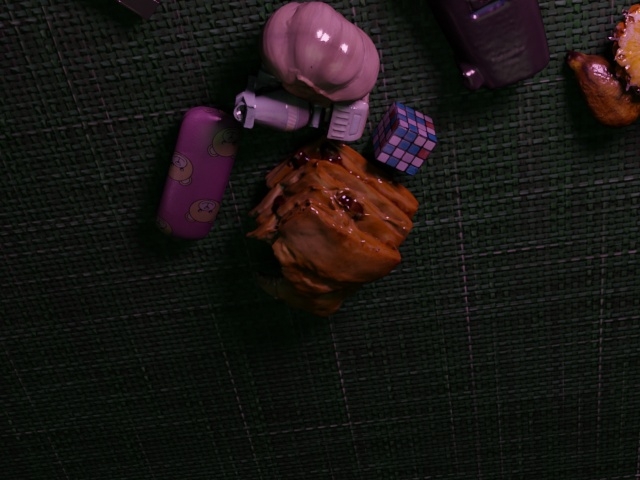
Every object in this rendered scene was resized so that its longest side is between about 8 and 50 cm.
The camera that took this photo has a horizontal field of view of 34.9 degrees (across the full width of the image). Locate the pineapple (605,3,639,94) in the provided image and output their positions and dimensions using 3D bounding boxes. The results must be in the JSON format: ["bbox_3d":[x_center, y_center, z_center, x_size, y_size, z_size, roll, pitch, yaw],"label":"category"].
[{"bbox_3d":[0.619,-0.358,1.872,0.221,0.047,0.221,-3,102,-14],"label":"pineapple"}]

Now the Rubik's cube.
[{"bbox_3d":[0.164,-0.200,1.996,0.092,0.092,0.092,22,124,-18],"label":"Rubik's cube"}]

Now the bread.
[{"bbox_3d":[0.000,0.000,2.091,0.314,0.192,0.370,30,123,-24],"label":"bread"}]

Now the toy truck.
[{"bbox_3d":[-0.034,-0.252,1.918,0.256,0.140,0.108,8,127,-8],"label":"toy truck"}]

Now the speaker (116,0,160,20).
[{"bbox_3d":[-0.375,-0.465,1.803,0.191,0.040,0.046,30,119,-23],"label":"speaker"}]

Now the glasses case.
[{"bbox_3d":[-0.249,-0.129,2.050,0.123,0.076,0.316,14,127,-11],"label":"glasses case"}]

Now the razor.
[{"bbox_3d":[0.289,-0.424,1.812,0.189,0.107,0.327,-20,127,13],"label":"razor"}]

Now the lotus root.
[{"bbox_3d":[0.541,-0.292,1.938,0.190,0.094,0.108,38,101,-23],"label":"lotus root"}]

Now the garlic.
[{"bbox_3d":[0.009,-0.343,1.800,0.229,0.178,0.143,16,167,-18],"label":"garlic"}]
